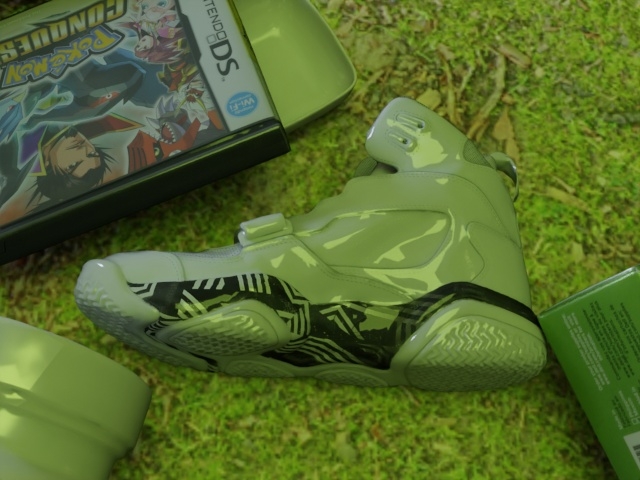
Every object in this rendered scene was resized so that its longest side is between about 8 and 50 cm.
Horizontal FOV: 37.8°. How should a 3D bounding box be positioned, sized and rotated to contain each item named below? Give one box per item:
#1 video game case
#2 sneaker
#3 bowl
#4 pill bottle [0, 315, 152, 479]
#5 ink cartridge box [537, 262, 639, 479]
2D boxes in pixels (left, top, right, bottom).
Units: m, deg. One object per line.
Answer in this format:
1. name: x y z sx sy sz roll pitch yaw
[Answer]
1. video game case: -0.188 -0.120 0.773 0.275 0.035 0.248 -21 55 0
2. sneaker: 0.000 0.000 0.750 0.366 0.137 0.210 7 67 -7
3. bowl: -0.055 -0.153 0.847 0.142 0.053 0.142 -29 74 -14
4. pill bottle: -0.250 0.240 0.594 0.210 0.210 0.363 16 68 2
5. ink cartridge box: 0.315 0.097 0.748 0.255 0.097 0.189 -15 76 -46
